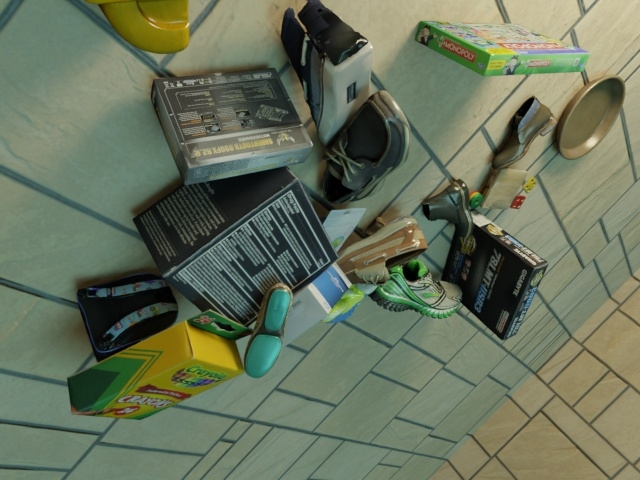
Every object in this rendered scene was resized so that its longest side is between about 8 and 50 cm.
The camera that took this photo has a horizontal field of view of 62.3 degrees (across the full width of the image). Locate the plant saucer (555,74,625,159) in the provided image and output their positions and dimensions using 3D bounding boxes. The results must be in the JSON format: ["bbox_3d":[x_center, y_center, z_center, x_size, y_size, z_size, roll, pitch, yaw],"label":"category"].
[{"bbox_3d":[0.831,-0.382,1.645,0.277,0.041,0.278,-20,134,-23],"label":"plant saucer"}]

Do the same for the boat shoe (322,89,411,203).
[{"bbox_3d":[0.081,-0.162,1.089,0.130,0.132,0.355,-33,165,-18],"label":"boat shoe"}]

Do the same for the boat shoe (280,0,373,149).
[{"bbox_3d":[0.010,-0.314,1.018,0.127,0.158,0.340,-37,167,-13],"label":"boat shoe"}]

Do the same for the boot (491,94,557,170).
[{"bbox_3d":[0.548,-0.301,1.487,0.219,0.082,0.106,-44,117,8],"label":"boot"}]

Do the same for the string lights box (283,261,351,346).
[{"bbox_3d":[-0.023,0.139,1.227,0.133,0.077,0.259,-38,178,17],"label":"string lights box"}]

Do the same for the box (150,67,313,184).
[{"bbox_3d":[-0.152,-0.205,0.920,0.231,0.183,0.056,-16,161,-28],"label":"box"}]

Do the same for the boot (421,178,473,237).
[{"bbox_3d":[0.361,-0.068,1.531,0.137,0.077,0.198,-27,124,-10],"label":"boot"}]

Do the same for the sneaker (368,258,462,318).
[{"bbox_3d":[0.311,0.142,1.600,0.343,0.134,0.146,10,115,-35],"label":"sneaker"}]

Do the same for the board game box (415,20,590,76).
[{"bbox_3d":[0.394,-0.417,1.143,0.317,0.213,0.046,-13,131,-31],"label":"board game box"}]

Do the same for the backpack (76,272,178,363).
[{"bbox_3d":[-0.381,0.152,1.068,0.173,0.158,0.117,-19,152,-28],"label":"backpack"}]

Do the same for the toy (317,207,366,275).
[{"bbox_3d":[0.000,0.000,1.306,0.136,0.056,0.237,-8,137,-50],"label":"toy"}]

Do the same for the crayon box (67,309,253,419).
[{"bbox_3d":[-0.294,0.253,1.040,0.318,0.081,0.202,-27,152,10],"label":"crayon box"}]

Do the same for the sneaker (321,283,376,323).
[{"bbox_3d":[0.085,0.150,1.499,0.240,0.091,0.126,-33,157,-11],"label":"sneaker"}]

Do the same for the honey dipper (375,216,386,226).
[{"bbox_3d":[0.198,-0.027,1.466,0.030,0.030,0.160,-49,134,7],"label":"honey dipper"}]

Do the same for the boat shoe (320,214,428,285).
[{"bbox_3d":[0.134,0.061,1.386,0.324,0.116,0.123,-34,158,6],"label":"boat shoe"}]

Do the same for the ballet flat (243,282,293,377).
[{"bbox_3d":[-0.104,0.179,1.079,0.073,0.067,0.206,20,101,-11],"label":"ballet flat"}]

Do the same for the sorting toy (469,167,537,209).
[{"bbox_3d":[0.550,-0.163,1.606,0.274,0.046,0.132,-1,124,-37],"label":"sorting toy"}]

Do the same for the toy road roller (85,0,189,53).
[{"bbox_3d":[-0.283,-0.366,0.677,0.329,0.202,0.241,-19,145,-26],"label":"toy road roller"}]

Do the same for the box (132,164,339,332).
[{"bbox_3d":[-0.157,-0.001,1.081,0.294,0.183,0.296,-36,144,-6],"label":"box"}]

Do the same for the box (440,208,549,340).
[{"bbox_3d":[0.514,0.103,1.617,0.073,0.293,0.296,-16,133,-26],"label":"box"}]
